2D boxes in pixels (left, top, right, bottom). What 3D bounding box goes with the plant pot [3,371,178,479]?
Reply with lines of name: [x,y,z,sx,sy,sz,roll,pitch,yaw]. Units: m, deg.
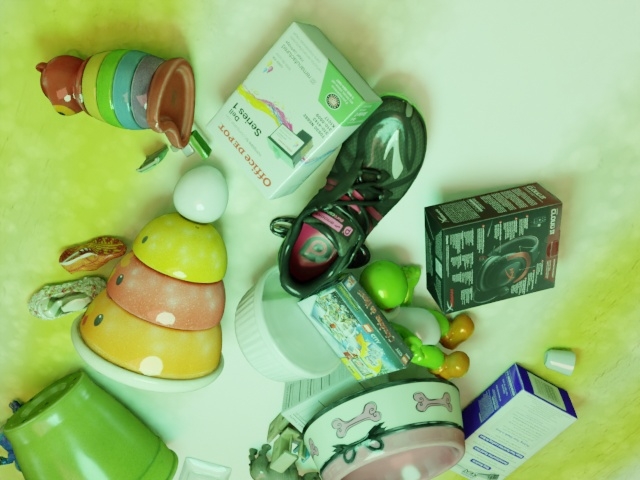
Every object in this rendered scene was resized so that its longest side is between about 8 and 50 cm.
plant pot: [-0.626,0.552,1.726,0.366,0.366,0.353,-26,104,18]

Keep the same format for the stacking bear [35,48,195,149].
stacking bear: [-0.407,-0.292,1.276,0.288,0.175,0.164,10,83,10]

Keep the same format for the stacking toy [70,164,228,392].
stacking toy: [-0.320,0.058,1.450,0.350,0.350,0.480,19,102,-8]

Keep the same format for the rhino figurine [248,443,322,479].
rhino figurine: [-0.095,0.669,1.871,0.243,0.106,0.073,23,121,-10]

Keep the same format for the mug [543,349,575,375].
mug: [0.589,0.305,1.627,0.064,0.062,0.078,12,115,6]

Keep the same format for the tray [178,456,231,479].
tray: [-0.372,0.772,2.000,0.145,0.030,0.270,18,121,-6]

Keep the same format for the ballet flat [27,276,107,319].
ballet flat: [-0.632,0.150,1.608,0.240,0.077,0.091,-20,119,16]

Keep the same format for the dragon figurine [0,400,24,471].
dragon figurine: [-0.863,0.589,1.889,0.144,0.085,0.289,-8,119,10]

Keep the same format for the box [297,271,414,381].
box: [0.074,0.192,1.427,0.159,0.044,0.233,-29,101,46]

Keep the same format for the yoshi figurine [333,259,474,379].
yoshi figurine: [0.202,0.166,1.495,0.362,0.203,0.203,30,93,-16]

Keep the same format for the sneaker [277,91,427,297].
sneaker: [0.065,-0.068,1.332,0.185,0.202,0.483,28,112,-5]

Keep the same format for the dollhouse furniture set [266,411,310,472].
dollhouse furniture set: [-0.065,0.555,1.753,0.129,0.184,0.129,31,119,-14]

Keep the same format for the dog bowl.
dog bowl: [0.168,0.493,1.589,0.407,0.150,0.408,-11,145,-8]

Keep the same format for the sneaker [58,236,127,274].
sneaker: [-0.530,0.037,1.550,0.175,0.064,0.067,-11,140,17]

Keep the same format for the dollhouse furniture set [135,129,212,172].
dollhouse furniture set: [-0.308,-0.173,1.385,0.151,0.076,0.059,-26,116,18]

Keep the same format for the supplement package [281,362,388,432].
supplement package: [0.038,0.383,1.669,0.244,0.134,0.139,-32,115,21]

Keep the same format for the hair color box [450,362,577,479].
hair color box: [0.479,0.494,1.723,0.185,0.110,0.339,29,117,-15]

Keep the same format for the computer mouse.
computer mouse: [0.000,0.000,1.498,0.242,0.041,0.071,23,112,-2]

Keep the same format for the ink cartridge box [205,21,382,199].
ink cartridge box: [-0.055,-0.243,1.261,0.278,0.117,0.201,-43,84,25]

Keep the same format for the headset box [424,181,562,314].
headset box: [0.378,0.013,1.398,0.293,0.110,0.218,-13,122,-8]

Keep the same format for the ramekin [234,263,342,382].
ramekin: [-0.075,0.196,1.496,0.127,0.273,0.273,-32,115,35]
